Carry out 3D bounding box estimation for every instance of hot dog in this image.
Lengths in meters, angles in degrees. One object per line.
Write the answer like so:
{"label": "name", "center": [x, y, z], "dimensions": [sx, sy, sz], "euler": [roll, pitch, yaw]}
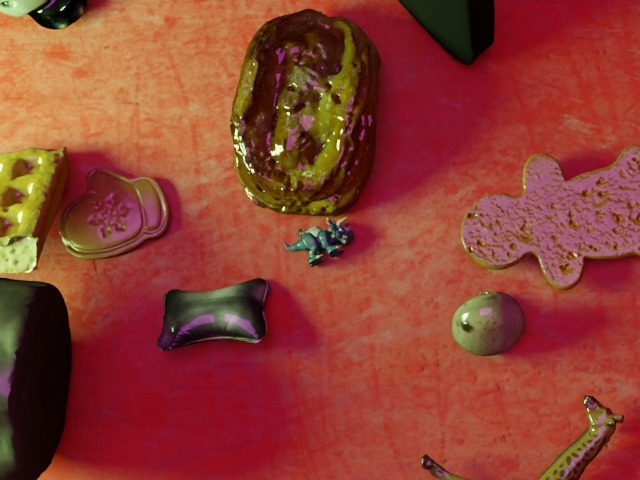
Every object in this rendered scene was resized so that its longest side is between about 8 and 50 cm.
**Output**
{"label": "hot dog", "center": [-0.015, -0.164, 1.719], "dimensions": [0.175, 0.114, 0.259], "euler": [3, 78, 9]}

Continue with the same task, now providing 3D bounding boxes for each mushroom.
{"label": "mushroom", "center": [0.191, 0.088, 1.656], "dimensions": [0.085, 0.085, 0.079], "euler": [-18, 40, 5]}

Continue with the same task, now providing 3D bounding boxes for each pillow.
{"label": "pillow", "center": [-0.127, 0.088, 1.709], "dimensions": [0.136, 0.055, 0.091], "euler": [-4, 74, 7]}

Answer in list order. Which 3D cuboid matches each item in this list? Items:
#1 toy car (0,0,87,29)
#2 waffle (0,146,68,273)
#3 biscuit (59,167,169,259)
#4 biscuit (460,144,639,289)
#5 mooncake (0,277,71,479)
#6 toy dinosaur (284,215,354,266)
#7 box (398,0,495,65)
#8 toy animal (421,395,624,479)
{"label": "toy car", "center": [-0.338, -0.403, 1.792], "dimensions": [0.255, 0.188, 0.190], "euler": [-40, 66, 1]}
{"label": "waffle", "center": [-0.433, -0.027, 1.722], "dimensions": [0.248, 0.055, 0.221], "euler": [-9, 31, 7]}
{"label": "biscuit", "center": [-0.261, -0.038, 1.777], "dimensions": [0.140, 0.023, 0.118], "euler": [-26, 75, 3]}
{"label": "biscuit", "center": [0.287, -0.024, 1.679], "dimensions": [0.250, 0.036, 0.165], "euler": [-12, 75, 3]}
{"label": "mooncake", "center": [-0.362, 0.157, 1.635], "dimensions": [0.133, 0.245, 0.245], "euler": [5, 78, 10]}
{"label": "toy dinosaur", "center": [0.000, 0.000, 1.722], "dimensions": [0.083, 0.030, 0.047], "euler": [-25, 73, 2]}
{"label": "box", "center": [0.097, -0.364, 1.660], "dimensions": [0.073, 0.289, 0.290], "euler": [-37, 71, -4]}
{"label": "toy animal", "center": [0.225, 0.281, 1.609], "dimensions": [0.275, 0.054, 0.149], "euler": [-22, 72, 6]}
